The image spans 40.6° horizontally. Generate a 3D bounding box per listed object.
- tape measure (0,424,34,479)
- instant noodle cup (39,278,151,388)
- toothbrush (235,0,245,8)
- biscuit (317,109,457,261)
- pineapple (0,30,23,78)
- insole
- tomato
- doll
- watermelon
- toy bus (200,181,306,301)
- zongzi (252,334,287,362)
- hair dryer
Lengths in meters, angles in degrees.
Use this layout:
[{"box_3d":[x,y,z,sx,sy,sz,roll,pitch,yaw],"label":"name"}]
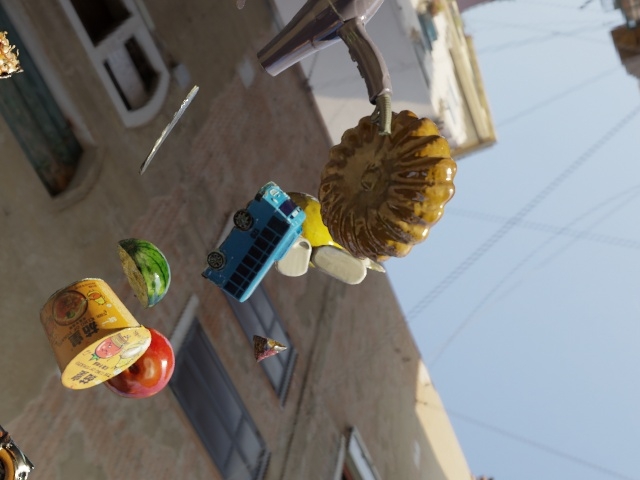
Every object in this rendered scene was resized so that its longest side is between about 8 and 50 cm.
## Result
[{"box_3d":[-0.841,0.575,2.147,0.223,0.202,0.135,-40,-174,-28],"label":"tape measure"},{"box_3d":[-0.508,0.199,1.907,0.215,0.216,0.172,-31,-113,-14],"label":"instant noodle cup"},{"box_3d":[-0.124,-0.591,1.735,0.018,0.257,0.024,14,-164,-26],"label":"toothbrush"},{"box_3d":[0.122,-0.120,1.780,0.325,0.107,0.326,-12,-110,35],"label":"biscuit"},{"box_3d":[-0.833,-0.534,2.012,0.262,0.272,0.262,6,-154,-3],"label":"pineapple"},{"box_3d":[-0.428,-0.311,2.435,0.309,0.012,0.110,-61,-172,-22],"label":"insole"},{"box_3d":[-0.468,0.310,2.186,0.195,0.195,0.136,-26,-173,-4],"label":"tomato"},{"box_3d":[-0.016,-0.001,2.118,0.161,0.348,0.423,-61,167,12],"label":"doll"},{"box_3d":[-0.513,0.091,2.558,0.127,0.232,0.204,-27,-148,-22],"label":"watermelon"},{"box_3d":[-0.107,0.002,1.438,0.185,0.106,0.090,-54,177,21],"label":"toy bus"},{"box_3d":[-0.129,0.250,2.063,0.083,0.073,0.067,-8,-112,15],"label":"zongzi"},{"box_3d":[0.046,-0.350,1.743,0.301,0.121,0.361,-34,-115,20],"label":"hair dryer"}]
